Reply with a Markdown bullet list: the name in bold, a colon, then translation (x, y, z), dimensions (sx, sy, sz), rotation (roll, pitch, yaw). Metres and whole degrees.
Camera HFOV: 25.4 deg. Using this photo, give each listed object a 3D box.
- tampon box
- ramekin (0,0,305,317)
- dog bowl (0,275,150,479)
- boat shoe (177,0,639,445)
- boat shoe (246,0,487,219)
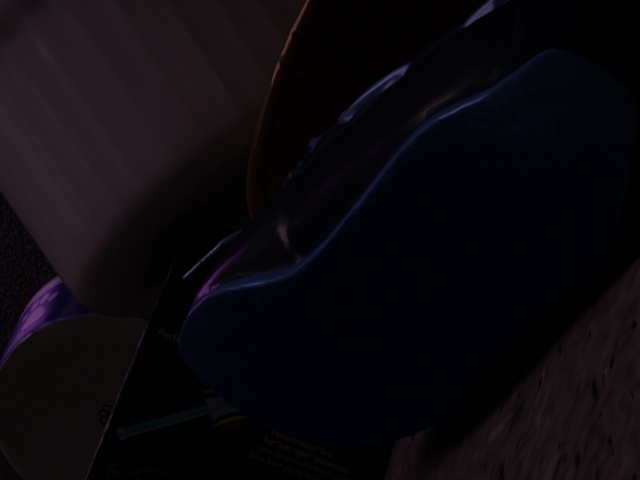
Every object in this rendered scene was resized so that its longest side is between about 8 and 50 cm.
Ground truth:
- **tampon box**: translation (-0.038, 0.094, 0.656), dimensions (0.101, 0.120, 0.161), rotation (120, 171, -64)
- **ramekin**: translation (-0.045, -0.077, 0.735), dimensions (0.277, 0.135, 0.277), rotation (-30, -13, -8)
- **dog bowl**: translation (-0.190, 0.155, 1.425), dimensions (0.104, 0.264, 0.265), rotation (-80, 12, -61)
- **boat shoe**: translation (0.036, -0.001, 0.471), dimensions (0.258, 0.109, 0.089), rotation (-34, 25, 55)
- **boat shoe**: translation (0.067, -0.112, 0.553), dimensions (0.285, 0.104, 0.089), rotation (-58, 1, 12)
